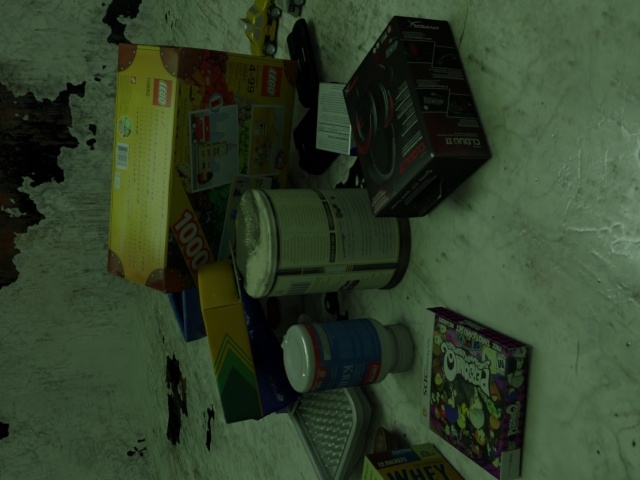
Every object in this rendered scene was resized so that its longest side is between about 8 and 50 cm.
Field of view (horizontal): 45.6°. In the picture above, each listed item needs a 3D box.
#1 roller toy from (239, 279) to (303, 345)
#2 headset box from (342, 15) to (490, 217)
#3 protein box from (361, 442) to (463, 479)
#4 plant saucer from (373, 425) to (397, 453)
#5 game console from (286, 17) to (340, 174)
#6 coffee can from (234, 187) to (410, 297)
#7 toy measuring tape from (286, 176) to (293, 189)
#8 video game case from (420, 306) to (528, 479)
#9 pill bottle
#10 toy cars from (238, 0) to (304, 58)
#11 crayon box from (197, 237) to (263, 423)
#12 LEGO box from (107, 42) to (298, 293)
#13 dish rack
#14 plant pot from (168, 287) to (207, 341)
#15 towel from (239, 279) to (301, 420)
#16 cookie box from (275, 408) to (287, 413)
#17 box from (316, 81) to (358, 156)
[{"bbox_3d":[-0.136,0.154,1.909,0.191,0.146,0.209,-51,57,51],"label":"roller toy"},{"bbox_3d":[0.153,-0.187,1.271,0.218,0.110,0.293,133,130,-57],"label":"headset box"},{"bbox_3d":[0.166,0.489,1.281,0.201,0.136,0.199,-138,50,-57],"label":"protein box"},{"bbox_3d":[0.124,0.440,1.449,0.168,0.029,0.168,-176,90,-85],"label":"plant saucer"},{"bbox_3d":[-0.017,-0.341,1.723,0.213,0.044,0.361,-43,54,57],"label":"game console"},{"bbox_3d":[0.000,0.000,1.431,0.201,0.275,0.201,178,90,-66],"label":"coffee can"},{"bbox_3d":[-0.117,-0.096,1.900,0.330,0.121,0.121,64,148,24],"label":"toy measuring tape"},{"bbox_3d":[0.237,0.234,1.211,0.232,0.042,0.210,-156,64,-63],"label":"video game case"},{"bbox_3d":[0.054,0.206,1.397,0.124,0.222,0.124,177,90,-67],"label":"pill bottle"},{"bbox_3d":[-0.125,-0.591,1.879,0.394,0.087,0.176,136,127,-59],"label":"toy cars"},{"bbox_3d":[-0.191,0.182,1.565,0.203,0.083,0.322,-116,17,-65],"label":"crayon box"},{"bbox_3d":[-0.256,-0.167,1.695,0.193,0.372,0.500,15,105,35],"label":"LEGO box"},{"bbox_3d":[0.016,0.354,1.682,0.333,0.072,0.285,-121,37,-47],"label":"dish rack"},{"bbox_3d":[-0.322,0.124,2.221,0.236,0.212,0.236,-123,31,-50],"label":"plant pot"},{"bbox_3d":[-0.159,0.258,1.792,0.228,0.076,0.308,-39,73,55],"label":"towel"},{"bbox_3d":[-0.103,0.382,1.985,0.092,0.040,0.107,-121,37,-48],"label":"cookie box"},{"bbox_3d":[0.056,-0.242,1.514,0.126,0.072,0.137,22,112,56],"label":"box"}]
